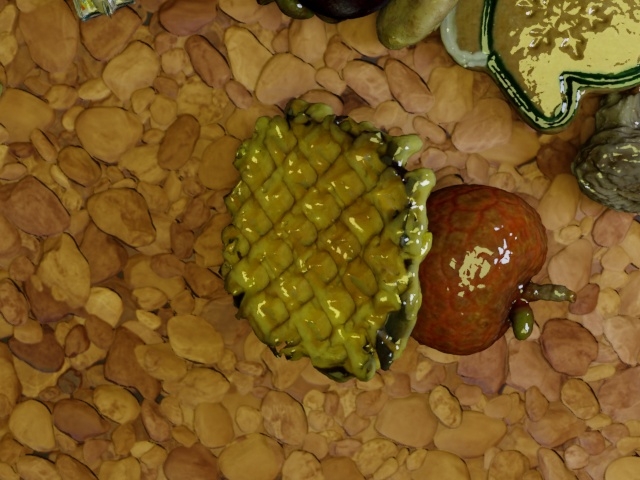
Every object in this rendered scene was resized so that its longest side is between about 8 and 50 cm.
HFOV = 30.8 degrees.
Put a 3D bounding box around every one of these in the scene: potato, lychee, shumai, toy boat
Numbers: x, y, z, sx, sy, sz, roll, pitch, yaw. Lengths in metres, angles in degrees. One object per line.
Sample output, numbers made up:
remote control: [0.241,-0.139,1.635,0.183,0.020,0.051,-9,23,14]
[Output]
potato: [0.140,-0.335,1.645,0.080,0.107,0.170,17,137,-23]
lychee: [0.215,0.041,1.667,0.300,0.255,0.255,29,99,9]
shumai: [0.465,-0.141,1.702,0.206,0.166,0.176,20,59,-36]
toy boat: [-0.337,-0.415,1.658,0.084,0.066,0.210,-20,99,1]

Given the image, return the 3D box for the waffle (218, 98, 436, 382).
waffle: [0.000,0.000,1.640,0.379,0.095,0.382,19,106,38]

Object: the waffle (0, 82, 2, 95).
waffle: [-0.598,-0.263,1.687,0.291,0.051,0.291,0,101,-1]

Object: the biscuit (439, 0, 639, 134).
biscuit: [0.334,-0.297,1.656,0.343,0.057,0.287,12,94,10]

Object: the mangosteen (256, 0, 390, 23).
mangosteen: [0.005,-0.392,1.614,0.250,0.211,0.211,-30,101,31]
